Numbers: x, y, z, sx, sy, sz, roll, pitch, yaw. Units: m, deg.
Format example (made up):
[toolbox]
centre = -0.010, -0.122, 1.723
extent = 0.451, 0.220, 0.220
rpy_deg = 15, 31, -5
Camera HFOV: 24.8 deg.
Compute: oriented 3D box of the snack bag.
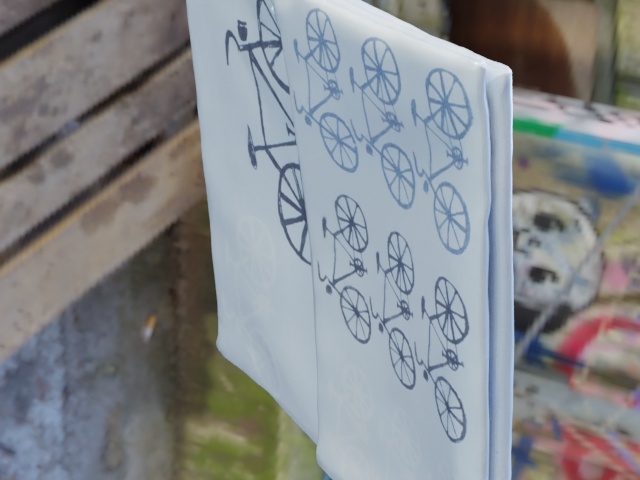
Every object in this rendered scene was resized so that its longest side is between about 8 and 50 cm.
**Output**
[snack bag]
centre = 0.000, 0.000, 0.805
extent = 0.037, 0.342, 0.323
rpy_deg = -18, 122, -23
